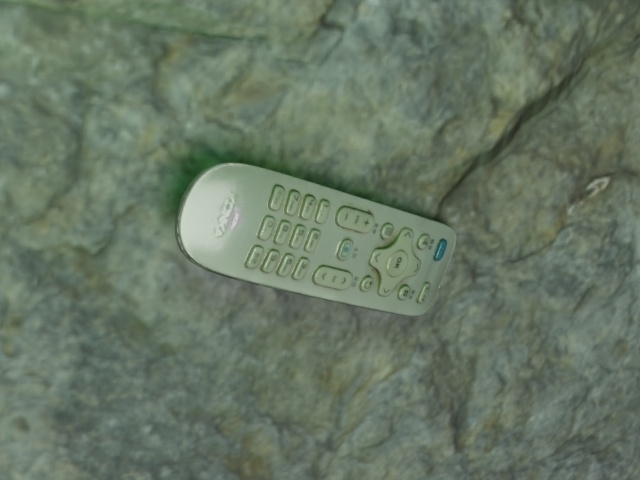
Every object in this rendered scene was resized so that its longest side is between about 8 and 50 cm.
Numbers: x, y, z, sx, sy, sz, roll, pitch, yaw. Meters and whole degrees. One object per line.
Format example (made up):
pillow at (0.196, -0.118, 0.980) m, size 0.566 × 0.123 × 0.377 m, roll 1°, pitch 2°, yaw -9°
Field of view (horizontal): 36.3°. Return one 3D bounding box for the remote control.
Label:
remote control at (0.000, 0.000, 0.651) m, size 0.229 × 0.044 × 0.073 m, roll 14°, pitch 97°, yaw -40°
